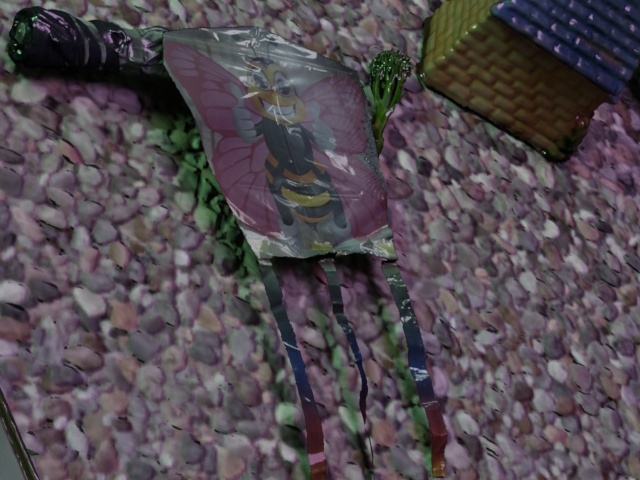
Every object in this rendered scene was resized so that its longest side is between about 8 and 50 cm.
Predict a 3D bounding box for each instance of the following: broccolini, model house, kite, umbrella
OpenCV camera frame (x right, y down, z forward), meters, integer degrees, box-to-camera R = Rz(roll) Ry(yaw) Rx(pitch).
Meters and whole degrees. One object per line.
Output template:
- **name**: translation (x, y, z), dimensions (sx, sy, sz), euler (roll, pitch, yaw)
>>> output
- **broccolini**: translation (0.044, -0.101, 1.275), dimensions (0.035, 0.030, 0.140), euler (26, 48, -8)
- **model house**: translation (0.200, -0.204, 1.370), dimensions (0.166, 0.172, 0.183), euler (27, 44, -17)
- **kite**: translation (0.002, -0.002, 1.139), dimensions (0.204, 0.022, 0.360), euler (4, 61, -44)
- **umbrella**: translation (-0.129, -0.136, 1.145), dimensions (0.188, 0.046, 0.050), euler (4, 77, -37)

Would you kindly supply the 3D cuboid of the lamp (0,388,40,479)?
- **lamp**: translation (-0.260, 0.149, 0.811), dimensions (0.269, 0.047, 0.266), euler (-7, 63, -42)
